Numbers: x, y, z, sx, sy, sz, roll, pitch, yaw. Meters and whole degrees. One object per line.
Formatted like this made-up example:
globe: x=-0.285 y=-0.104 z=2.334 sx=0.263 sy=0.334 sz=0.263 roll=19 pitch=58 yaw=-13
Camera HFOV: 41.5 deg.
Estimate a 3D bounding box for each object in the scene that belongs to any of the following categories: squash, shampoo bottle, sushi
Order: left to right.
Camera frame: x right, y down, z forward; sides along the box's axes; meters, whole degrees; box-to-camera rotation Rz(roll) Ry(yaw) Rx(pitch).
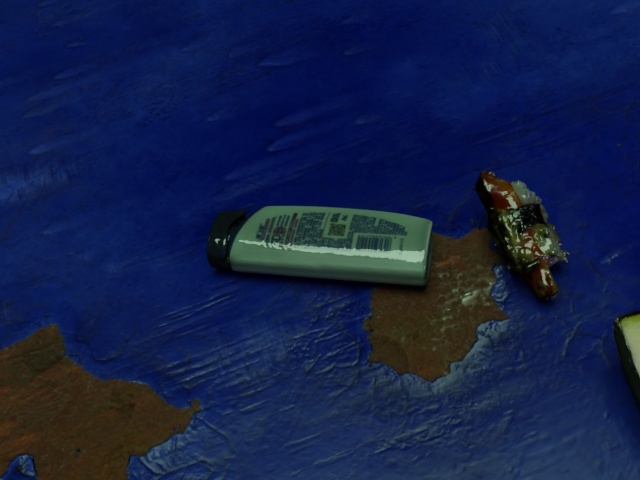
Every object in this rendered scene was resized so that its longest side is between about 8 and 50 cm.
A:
shampoo bottle: x=0.000 y=0.000 z=1.373 sx=0.360 sy=0.078 sz=0.134 roll=4 pitch=51 yaw=13
sushi: x=0.316 y=-0.011 z=1.314 sx=0.103 sy=0.097 sz=0.226 roll=-20 pitch=67 yaw=2
squash: x=0.476 y=0.192 z=1.154 sx=0.184 sy=0.085 sz=0.191 roll=-2 pitch=67 yaw=-27
